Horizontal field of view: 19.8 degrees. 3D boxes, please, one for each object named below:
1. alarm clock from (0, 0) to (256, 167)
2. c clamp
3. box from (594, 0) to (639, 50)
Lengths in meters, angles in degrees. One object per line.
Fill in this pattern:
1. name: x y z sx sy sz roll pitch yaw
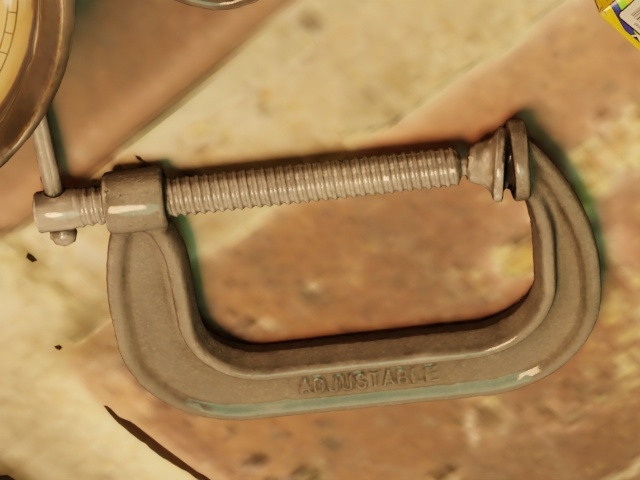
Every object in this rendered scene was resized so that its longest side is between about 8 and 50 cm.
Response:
1. alarm clock: -0.100 -0.069 0.418 0.192 0.064 0.129 0 127 -1
2. c clamp: 0.000 0.000 0.503 0.160 0.022 0.137 -2 127 -2
3. box: 0.138 -0.040 0.459 0.169 0.059 0.054 36 116 -27
